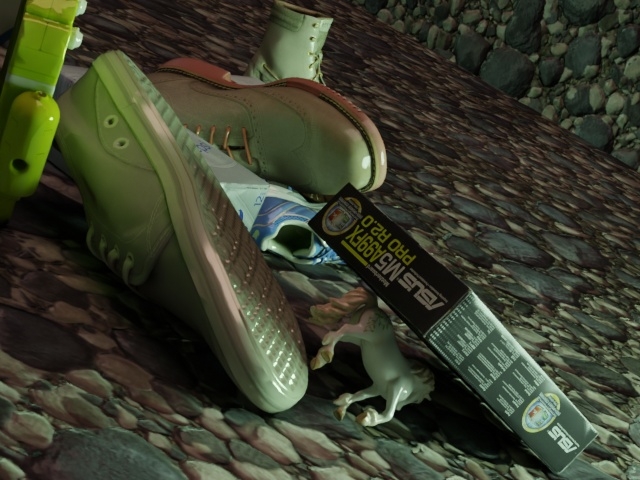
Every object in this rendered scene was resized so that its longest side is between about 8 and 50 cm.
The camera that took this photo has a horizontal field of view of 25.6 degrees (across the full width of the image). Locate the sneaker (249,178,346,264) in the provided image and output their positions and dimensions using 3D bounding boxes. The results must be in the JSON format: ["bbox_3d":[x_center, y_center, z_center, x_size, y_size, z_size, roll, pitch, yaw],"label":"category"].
[{"bbox_3d":[0.000,0.000,1.593,0.211,0.080,0.081,12,36,-27],"label":"sneaker"}]

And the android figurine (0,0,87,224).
[{"bbox_3d":[-0.259,-0.152,1.270,0.056,0.273,0.248,17,32,-16],"label":"android figurine"}]

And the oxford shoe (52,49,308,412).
[{"bbox_3d":[-0.142,0.000,1.297,0.449,0.130,0.169,56,3,37],"label":"oxford shoe"}]

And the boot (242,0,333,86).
[{"bbox_3d":[-0.009,-0.278,2.257,0.213,0.165,0.077,26,17,9],"label":"boot"}]

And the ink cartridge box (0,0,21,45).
[{"bbox_3d":[-0.447,-0.368,1.424,0.395,0.151,0.270,37,-22,46],"label":"ink cartridge box"}]

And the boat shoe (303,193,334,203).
[{"bbox_3d":[-0.001,-0.068,1.836,0.045,0.050,0.135,7,14,-38],"label":"boat shoe"}]

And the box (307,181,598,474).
[{"bbox_3d":[0.125,0.083,1.324,0.270,0.060,0.216,45,0,-41],"label":"box"}]

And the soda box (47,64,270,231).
[{"bbox_3d":[-0.195,-0.087,1.514,0.286,0.098,0.091,35,19,29],"label":"soda box"}]

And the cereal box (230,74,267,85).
[{"bbox_3d":[-0.062,-0.177,2.076,0.240,0.047,0.173,33,18,26],"label":"cereal box"}]

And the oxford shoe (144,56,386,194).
[{"bbox_3d":[-0.098,-0.113,1.648,0.397,0.141,0.146,15,32,41],"label":"oxford shoe"}]

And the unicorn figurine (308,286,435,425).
[{"bbox_3d":[0.051,0.114,1.247,0.111,0.162,0.060,-32,31,-35],"label":"unicorn figurine"}]
